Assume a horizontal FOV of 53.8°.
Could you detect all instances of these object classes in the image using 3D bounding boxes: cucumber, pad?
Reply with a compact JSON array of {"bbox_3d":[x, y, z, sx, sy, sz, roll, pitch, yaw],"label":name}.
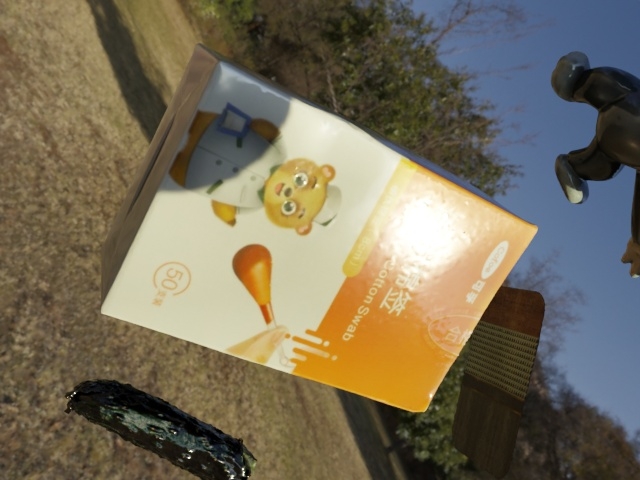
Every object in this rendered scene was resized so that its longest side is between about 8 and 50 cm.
[{"bbox_3d":[-0.144,0.173,0.573,0.181,0.053,0.053,28,4,-10],"label":"cucumber"},{"bbox_3d":[0.236,0.182,0.797,0.323,0.055,0.250,41,62,-85],"label":"pad"}]

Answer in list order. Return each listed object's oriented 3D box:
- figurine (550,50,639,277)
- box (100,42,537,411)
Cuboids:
[{"bbox_3d":[0.300,-0.051,0.518,0.193,0.140,0.265,84,-17,-50],"label":"figurine"},{"bbox_3d":[0.000,0.000,0.590,0.341,0.225,0.143,23,13,-26],"label":"box"}]
